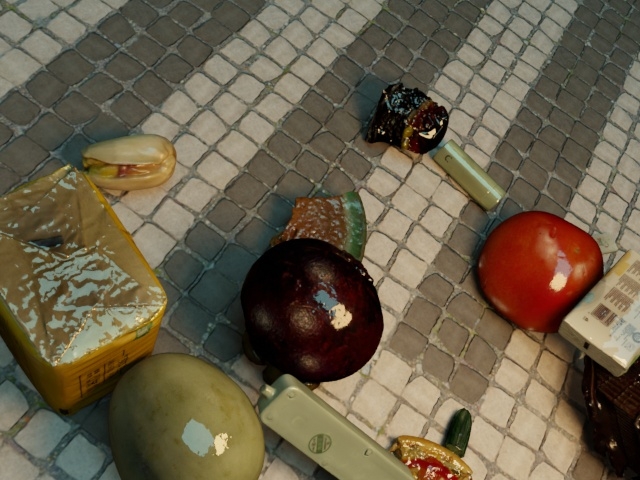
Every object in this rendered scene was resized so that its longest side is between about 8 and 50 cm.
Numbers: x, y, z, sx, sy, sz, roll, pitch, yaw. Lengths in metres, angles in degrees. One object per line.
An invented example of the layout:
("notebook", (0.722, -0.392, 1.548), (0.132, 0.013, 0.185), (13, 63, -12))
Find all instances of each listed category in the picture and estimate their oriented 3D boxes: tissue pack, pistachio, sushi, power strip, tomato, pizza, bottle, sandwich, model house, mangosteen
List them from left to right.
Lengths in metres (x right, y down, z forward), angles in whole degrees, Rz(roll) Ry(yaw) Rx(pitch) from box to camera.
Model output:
("tissue pack", (-0.428, 0.101, 1.133), (0.228, 0.382, 0.293), (-31, 78, -27))
("pistachio", (-0.409, -0.168, 1.435), (0.201, 0.117, 0.145), (-11, 30, -16))
("mangosteen", (-0.029, 0.140, 1.282), (0.293, 0.297, 0.297), (-25, 72, 6))
("sandwich", (0.012, -0.004, 1.497), (0.212, 0.109, 0.292), (30, 59, -4))
("power strip", (0.028, 0.374, 1.236), (0.091, 0.062, 0.385), (-45, 113, 5))
("sushi", (0.243, -0.301, 1.703), (0.150, 0.153, 0.172), (36, 36, 24))
("pizza", (0.213, 0.502, 1.344), (0.188, 0.062, 0.198), (23, 61, -5))
("bottle", (0.387, -0.169, 1.733), (0.201, 0.072, 0.072), (46, 59, 7))
("tomato", (0.533, 0.066, 1.578), (0.299, 0.226, 0.298), (9, 58, -15))
("tissue pack", (0.744, 0.013, 1.794), (0.108, 0.023, 0.056), (-10, 68, -24))
("tissue pack", (0.648, 0.164, 1.438), (0.229, 0.145, 0.159), (-44, 64, -11))
("model house", (0.719, 0.359, 1.470), (0.297, 0.282, 0.317), (-29, 108, -12))

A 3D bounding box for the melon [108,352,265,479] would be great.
("melon", (-0.230, 0.340, 1.153), (0.272, 0.272, 0.307), (-24, 92, -28))

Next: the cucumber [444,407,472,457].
("cucumber", (0.298, 0.408, 1.429), (0.048, 0.048, 0.105), (30, 54, -3))
